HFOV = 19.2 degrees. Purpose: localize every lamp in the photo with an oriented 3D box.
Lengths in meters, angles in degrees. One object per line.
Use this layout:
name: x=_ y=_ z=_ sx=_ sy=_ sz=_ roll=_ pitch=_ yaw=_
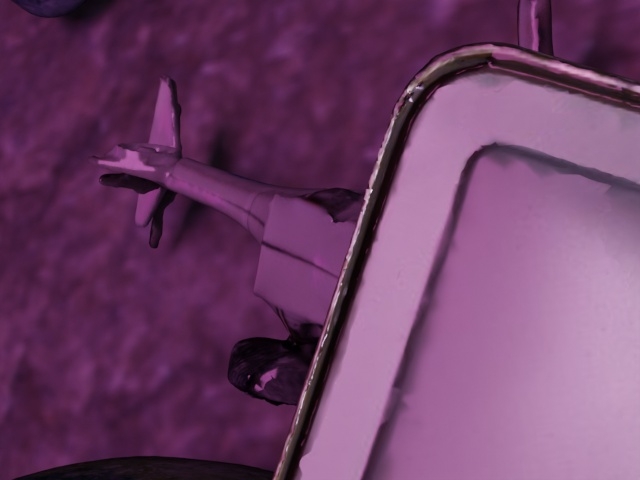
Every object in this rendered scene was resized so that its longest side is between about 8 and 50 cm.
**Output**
lamp: x=0.105 y=0.112 z=0.439 sx=0.266 sy=0.047 sz=0.269 roll=19 pitch=91 yaw=22

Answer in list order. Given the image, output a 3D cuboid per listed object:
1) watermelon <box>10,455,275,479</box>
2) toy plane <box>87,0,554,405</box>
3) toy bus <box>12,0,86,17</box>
watermelon: x=-0.102 y=0.167 z=0.642 sx=0.260 sy=0.256 sz=0.176 roll=37 pitch=148 yaw=39
toy plane: x=0.001 y=-0.011 z=0.619 sx=0.273 sy=0.107 sz=0.182 roll=44 pitch=121 yaw=40
toy bus: x=-0.163 y=-0.257 z=0.833 sx=0.294 sy=0.197 sz=0.232 roll=29 pitch=87 yaw=49
